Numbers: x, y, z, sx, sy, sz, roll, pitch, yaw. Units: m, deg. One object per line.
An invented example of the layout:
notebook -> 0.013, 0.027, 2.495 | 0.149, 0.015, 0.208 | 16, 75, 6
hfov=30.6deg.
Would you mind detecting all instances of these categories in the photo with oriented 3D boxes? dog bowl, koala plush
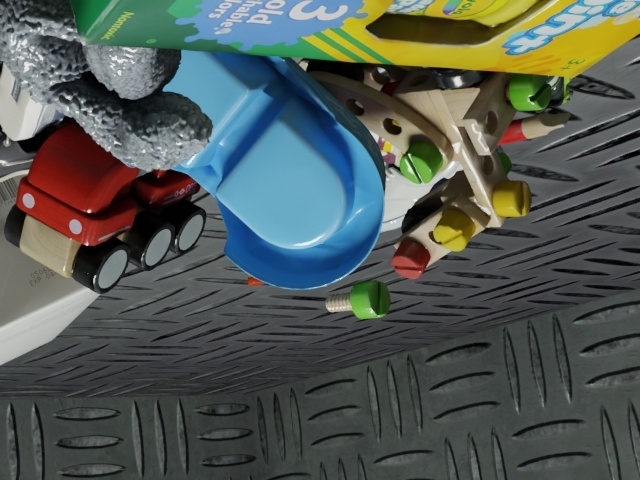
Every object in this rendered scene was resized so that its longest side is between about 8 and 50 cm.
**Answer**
dog bowl -> -0.065, -0.092, 1.016 | 0.166, 0.297, 0.074 | -48, 180, 27
koala plush -> -0.096, -0.180, 0.792 | 0.221, 0.196, 0.203 | -13, 153, 36

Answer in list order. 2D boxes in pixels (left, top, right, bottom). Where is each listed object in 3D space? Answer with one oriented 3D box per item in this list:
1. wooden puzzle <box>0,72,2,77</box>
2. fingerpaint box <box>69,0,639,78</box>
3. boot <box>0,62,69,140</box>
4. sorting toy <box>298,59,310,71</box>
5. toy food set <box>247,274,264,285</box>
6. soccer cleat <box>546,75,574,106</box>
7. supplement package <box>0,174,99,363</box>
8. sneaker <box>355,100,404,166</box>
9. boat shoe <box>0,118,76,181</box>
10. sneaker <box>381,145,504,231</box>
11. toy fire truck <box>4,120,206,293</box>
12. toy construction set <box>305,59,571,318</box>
wooden puzzle -> -0.442, -0.142, 1.055 | 0.238, 0.044, 0.221 | -17, 164, 15
fingerpaint box -> 0.126, -0.249, 0.549 | 0.371, 0.163, 0.445 | -3, 160, -37
boot -> -0.238, -0.160, 1.067 | 0.086, 0.069, 0.190 | -26, 173, -32
sorting toy -> -0.015, -0.171, 1.218 | 0.083, 0.012, 0.062 | -2, 165, -25
toy food set -> 0.000, 0.000, 1.719 | 0.232, 0.105, 0.111 | -3, 165, -17
soccer cleat -> 0.227, -0.188, 1.216 | 0.072, 0.060, 0.179 | 4, 166, 15
supplement package -> -0.384, 0.039, 1.360 | 0.177, 0.175, 0.293 | -27, 175, -36
sneaker -> 0.067, -0.131, 1.341 | 0.083, 0.070, 0.185 | 23, 179, 4
boat shoe -> -0.322, -0.106, 1.234 | 0.206, 0.075, 0.065 | -3, 141, -20
sneaker -> 0.112, -0.087, 1.509 | 0.091, 0.094, 0.258 | 27, 142, -36
toy fire truck -> -0.173, -0.088, 1.165 | 0.158, 0.246, 0.217 | 28, -154, 19
toy construction set -> 0.151, -0.099, 1.126 | 0.237, 0.258, 0.309 | -9, -169, 41
